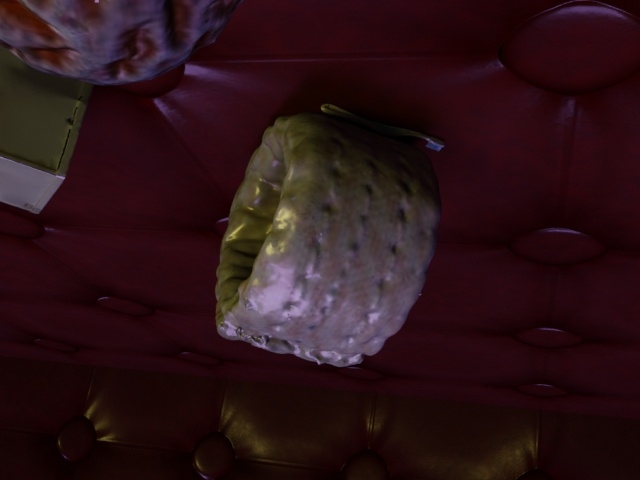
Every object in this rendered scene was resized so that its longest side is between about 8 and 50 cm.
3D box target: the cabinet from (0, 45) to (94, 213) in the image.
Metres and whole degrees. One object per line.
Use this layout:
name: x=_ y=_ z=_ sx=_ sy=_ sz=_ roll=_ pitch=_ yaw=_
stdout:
cabinet: x=-0.400 y=-0.147 z=0.918 sx=0.206 sy=0.145 sz=0.150 roll=20 pitch=156 yaw=-25

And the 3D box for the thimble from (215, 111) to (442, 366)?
thimble: x=0.000 y=0.000 z=0.934 sx=0.195 sy=0.292 sz=0.291 roll=17 pitch=157 yaw=-17

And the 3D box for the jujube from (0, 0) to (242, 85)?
jujube: x=-0.148 y=-0.230 z=0.480 sx=0.215 sy=0.246 sz=0.308 roll=-29 pitch=156 yaw=-22

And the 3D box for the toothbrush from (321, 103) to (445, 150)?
toothbrush: x=0.077 y=-0.137 z=0.936 sx=0.162 sy=0.014 sz=0.017 roll=17 pitch=138 yaw=-17
